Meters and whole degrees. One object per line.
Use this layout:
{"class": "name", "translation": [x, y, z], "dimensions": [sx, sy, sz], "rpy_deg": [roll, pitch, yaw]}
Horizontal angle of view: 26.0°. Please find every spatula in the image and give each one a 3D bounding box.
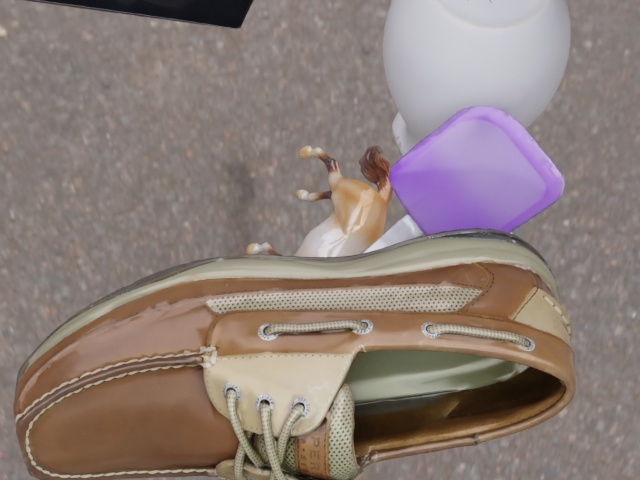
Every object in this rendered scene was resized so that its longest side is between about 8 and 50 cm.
{"class": "spatula", "translation": [0.018, 0.025, 0.898], "dimensions": [0.296, 0.030, 0.084], "rpy_deg": [-38, 94, 6]}

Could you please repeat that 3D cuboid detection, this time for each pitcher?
{"class": "pitcher", "translation": [0.111, -0.093, 0.962], "dimensions": [0.125, 0.207, 0.178], "rpy_deg": [-12, 61, -10]}

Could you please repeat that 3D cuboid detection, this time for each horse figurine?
{"class": "horse figurine", "translation": [0.000, 0.000, 1.476], "dimensions": [0.174, 0.066, 0.263], "rpy_deg": [29, 77, 43]}

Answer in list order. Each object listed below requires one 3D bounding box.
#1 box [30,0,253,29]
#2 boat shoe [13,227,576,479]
{"class": "box", "translation": [-0.163, -0.210, 0.691], "dimensions": [0.261, 0.103, 0.184], "rpy_deg": [1, 40, -40]}
{"class": "boat shoe", "translation": [-0.010, 0.079, 0.782], "dimensions": [0.324, 0.122, 0.120], "rpy_deg": [-14, 37, -4]}
